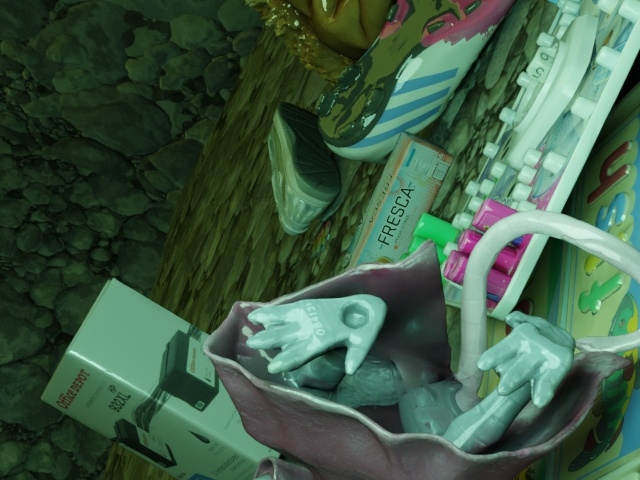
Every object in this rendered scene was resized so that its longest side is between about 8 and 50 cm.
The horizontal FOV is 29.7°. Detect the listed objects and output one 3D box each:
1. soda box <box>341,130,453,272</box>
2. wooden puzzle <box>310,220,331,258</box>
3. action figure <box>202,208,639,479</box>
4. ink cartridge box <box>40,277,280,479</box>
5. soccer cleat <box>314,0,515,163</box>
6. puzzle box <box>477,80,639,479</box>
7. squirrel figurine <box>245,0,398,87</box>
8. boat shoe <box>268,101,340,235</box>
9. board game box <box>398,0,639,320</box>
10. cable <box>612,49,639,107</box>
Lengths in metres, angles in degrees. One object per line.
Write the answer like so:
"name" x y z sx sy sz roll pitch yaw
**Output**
"soda box" 0.090 -0.034 1.434 0.063 0.058 0.183 -115 49 -73
"wooden puzzle" 0.000 0.000 1.861 0.083 0.006 0.049 139 150 -64
"action figure" 0.039 0.157 0.807 0.275 0.248 0.370 -39 -31 -30
"ink cartridge box" -0.204 0.212 1.640 0.129 0.307 0.223 -62 8 -31
"soccer cleat" 0.132 -0.227 1.459 0.331 0.143 0.116 -45 58 14
"puzzle box" 0.185 0.095 0.848 0.272 0.052 0.409 128 159 -53
"squirrel figurine" -0.035 -0.411 1.760 0.281 0.370 0.397 -60 -8 -29
"boat shoe" -0.036 -0.128 1.984 0.103 0.118 0.320 -57 23 26
"board game box" 0.180 -0.128 0.999 0.390 0.050 0.390 -64 2 -2
"cable" 0.251 -0.171 1.018 0.184 0.047 0.151 126 161 -50
